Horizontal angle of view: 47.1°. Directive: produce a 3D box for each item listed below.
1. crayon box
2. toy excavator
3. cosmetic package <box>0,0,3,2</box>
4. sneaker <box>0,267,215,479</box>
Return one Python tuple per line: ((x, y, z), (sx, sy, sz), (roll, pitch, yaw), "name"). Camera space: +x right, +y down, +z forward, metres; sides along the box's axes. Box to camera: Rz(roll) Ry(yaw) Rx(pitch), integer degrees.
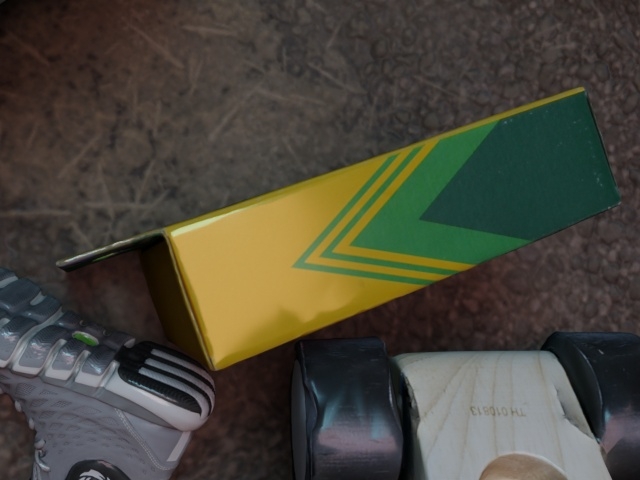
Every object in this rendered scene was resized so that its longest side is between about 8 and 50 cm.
((0.000, 0.000, 0.493), (0.323, 0.203, 0.083), (-20, 93, -18), "crayon box")
((0.099, 0.333, 0.462), (0.222, 0.445, 0.433), (-1, 44, -8), "toy excavator")
((-0.268, -0.195, 0.352), (0.385, 0.156, 0.217), (-43, 102, -15), "cosmetic package")
((-0.195, 0.109, 0.489), (0.229, 0.086, 0.132), (25, 106, 3), "sneaker")
